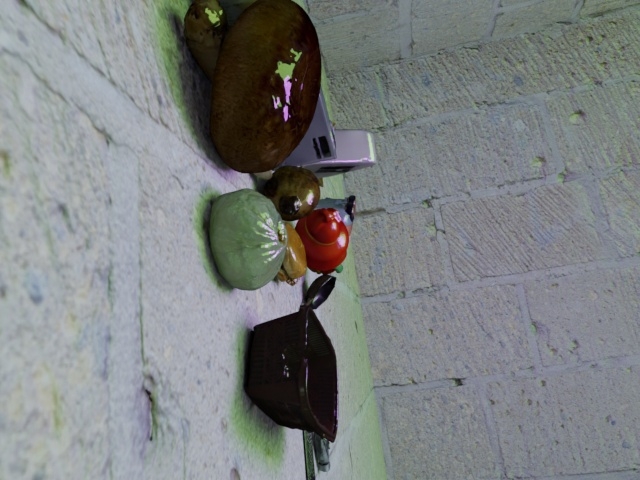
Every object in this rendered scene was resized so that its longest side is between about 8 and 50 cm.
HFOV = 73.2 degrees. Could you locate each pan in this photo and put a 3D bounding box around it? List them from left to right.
[{"bbox_3d":[-0.017,0.159,1.374,0.128,0.048,0.202,-61,160,4],"label":"pan"}]

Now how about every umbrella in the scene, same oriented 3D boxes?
[{"bbox_3d":[0.003,0.539,1.188,0.050,0.046,0.188,-16,97,-61],"label":"umbrella"}]

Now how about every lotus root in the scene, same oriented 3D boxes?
[{"bbox_3d":[-0.072,-0.122,1.109,0.260,0.145,0.128,-90,179,-65],"label":"lotus root"}]

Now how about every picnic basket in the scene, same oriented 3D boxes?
[{"bbox_3d":[-0.051,0.281,0.876,0.296,0.129,0.222,68,17,-50],"label":"picnic basket"}]

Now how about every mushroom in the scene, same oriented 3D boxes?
[{"bbox_3d":[-0.107,-0.296,0.853,0.345,0.239,0.345,-42,152,-28],"label":"mushroom"}]

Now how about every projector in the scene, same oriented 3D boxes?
[{"bbox_3d":[-0.075,-0.316,1.145,0.250,0.199,0.108,69,15,-48],"label":"projector"}]

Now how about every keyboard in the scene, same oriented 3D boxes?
[{"bbox_3d":[-0.026,0.573,1.091,0.067,0.011,0.202,57,25,-66],"label":"keyboard"}]

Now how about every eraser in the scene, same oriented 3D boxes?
[{"bbox_3d":[0.079,-0.369,1.814,0.331,0.332,0.149,12,69,-80],"label":"eraser"}]

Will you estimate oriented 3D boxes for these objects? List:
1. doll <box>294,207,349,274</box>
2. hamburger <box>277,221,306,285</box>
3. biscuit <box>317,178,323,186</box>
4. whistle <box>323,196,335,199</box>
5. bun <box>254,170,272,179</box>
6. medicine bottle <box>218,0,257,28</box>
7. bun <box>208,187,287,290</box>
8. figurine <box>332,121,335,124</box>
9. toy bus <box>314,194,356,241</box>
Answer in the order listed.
[{"bbox_3d":[0.001,0.000,1.323,0.182,0.160,0.363,49,-20,17],"label":"doll"},{"bbox_3d":[-0.085,0.033,1.083,0.147,0.083,0.137,62,19,-51],"label":"hamburger"},{"bbox_3d":[-0.019,-0.382,2.109,0.131,0.025,0.230,52,30,-69],"label":"biscuit"},{"bbox_3d":[0.044,-0.162,2.076,0.227,0.085,0.105,-14,85,-81],"label":"whistle"},{"bbox_3d":[-0.145,-0.188,1.040,0.086,0.055,0.086,176,-90,-86],"label":"bun"},{"bbox_3d":[-0.184,-0.545,0.826,0.273,0.165,0.164,49,32,-72],"label":"medicine bottle"},{"bbox_3d":[-0.122,-0.006,0.794,0.195,0.118,0.195,-12,90,-83],"label":"bun"},{"bbox_3d":[-0.122,-0.464,1.294,0.338,0.205,0.283,68,16,2],"label":"figurine"},{"bbox_3d":[0.039,-0.050,1.624,0.287,0.194,0.231,-66,153,-75],"label":"toy bus"}]
